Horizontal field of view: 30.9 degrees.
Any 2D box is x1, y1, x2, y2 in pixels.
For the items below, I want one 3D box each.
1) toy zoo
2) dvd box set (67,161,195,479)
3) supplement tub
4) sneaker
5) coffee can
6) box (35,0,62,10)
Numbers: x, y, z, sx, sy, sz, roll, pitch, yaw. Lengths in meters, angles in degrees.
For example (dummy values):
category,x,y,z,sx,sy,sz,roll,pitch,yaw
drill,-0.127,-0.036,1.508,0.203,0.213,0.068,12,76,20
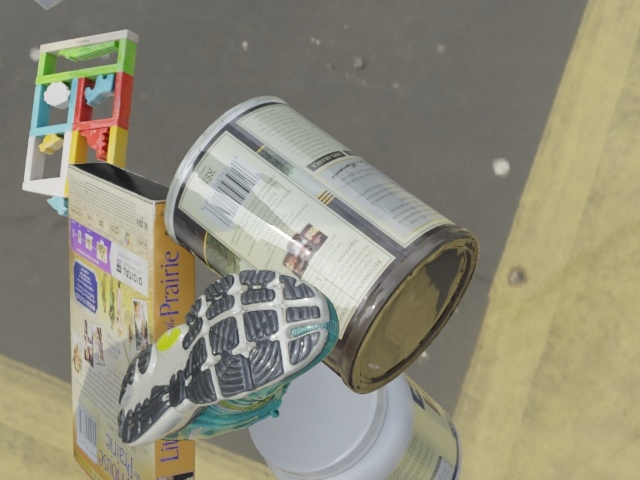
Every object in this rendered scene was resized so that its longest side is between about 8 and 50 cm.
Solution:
category,x,y,z,sx,sy,sz,roll,pitch,yaw
toy zoo,-0.384,-0.180,1.836,0.192,0.030,0.293,-4,77,32
dvd box set,-0.242,0.128,1.461,0.062,0.420,0.308,-5,13,-29
supplement tub,0.054,0.289,1.705,0.235,0.325,0.235,-12,60,21
sneaker,-0.069,0.104,0.975,0.275,0.110,0.107,-33,52,46
coffee can,0.000,0.000,1.227,0.275,0.201,0.201,38,76,24
box,-0.292,-0.414,1.287,0.262,0.231,0.126,-21,46,33
